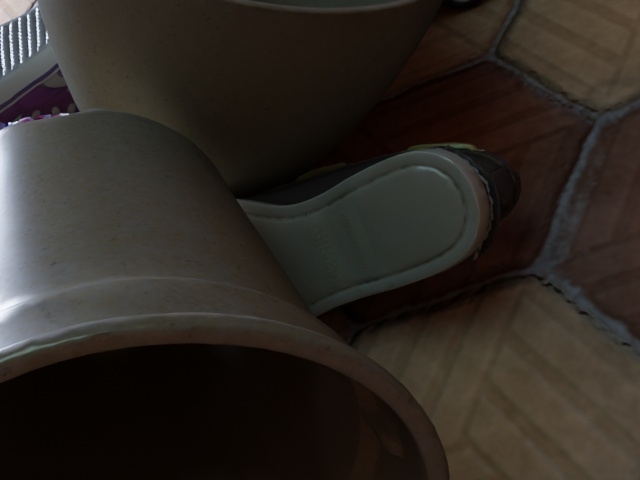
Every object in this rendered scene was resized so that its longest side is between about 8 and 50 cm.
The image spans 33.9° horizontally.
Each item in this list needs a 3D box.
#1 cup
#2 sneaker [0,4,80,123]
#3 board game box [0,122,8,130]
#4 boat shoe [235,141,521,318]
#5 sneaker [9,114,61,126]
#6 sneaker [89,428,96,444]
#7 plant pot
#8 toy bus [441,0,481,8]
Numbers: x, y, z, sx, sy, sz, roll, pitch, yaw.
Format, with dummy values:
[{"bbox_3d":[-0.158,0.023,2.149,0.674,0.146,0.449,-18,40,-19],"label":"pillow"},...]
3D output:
[{"bbox_3d":[-0.082,-0.167,0.857,0.331,0.237,0.331,10,39,-8],"label":"cup"},{"bbox_3d":[-0.247,-0.141,1.015,0.102,0.161,0.282,24,51,36],"label":"sneaker"},{"bbox_3d":[-0.424,0.030,0.979,0.233,0.078,0.347,-11,62,10],"label":"board game box"},{"bbox_3d":[0.000,0.000,0.815,0.324,0.116,0.097,-18,2,36],"label":"boat shoe"},{"bbox_3d":[-0.379,-0.075,1.142,0.252,0.103,0.111,-28,37,-1],"label":"sneaker"},{"bbox_3d":[-0.194,0.216,0.750,0.118,0.083,0.222,-30,40,5],"label":"sneaker"},{"bbox_3d":[-0.131,0.086,0.651,0.334,0.334,0.305,-31,39,4],"label":"plant pot"},{"bbox_3d":[0.013,-0.263,1.027,0.333,0.130,0.108,-19,44,17],"label":"toy bus"}]
